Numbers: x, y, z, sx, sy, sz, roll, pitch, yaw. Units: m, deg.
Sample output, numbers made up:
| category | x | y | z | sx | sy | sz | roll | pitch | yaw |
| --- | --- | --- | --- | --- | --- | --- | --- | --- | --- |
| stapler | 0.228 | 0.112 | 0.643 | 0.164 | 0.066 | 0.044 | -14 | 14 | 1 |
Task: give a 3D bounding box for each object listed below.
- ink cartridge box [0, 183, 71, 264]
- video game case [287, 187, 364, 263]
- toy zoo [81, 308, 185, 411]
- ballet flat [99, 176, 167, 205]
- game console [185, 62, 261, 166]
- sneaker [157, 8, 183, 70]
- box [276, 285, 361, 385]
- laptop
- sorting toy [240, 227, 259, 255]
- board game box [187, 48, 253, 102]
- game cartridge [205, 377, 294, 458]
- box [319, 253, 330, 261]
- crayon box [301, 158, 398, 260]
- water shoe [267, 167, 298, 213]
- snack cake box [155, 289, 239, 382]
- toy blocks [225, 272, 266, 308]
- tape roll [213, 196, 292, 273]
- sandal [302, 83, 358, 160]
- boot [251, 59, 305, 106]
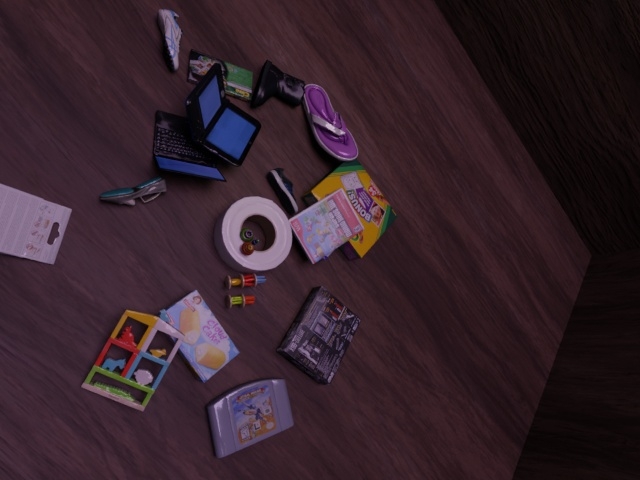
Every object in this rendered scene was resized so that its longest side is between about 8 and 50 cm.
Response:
| category | x | y | z | sx | sy | sz | roll | pitch | yaw |
| --- | --- | --- | --- | --- | --- | --- | --- | --- | --- |
| ink cartridge box | -0.877 | -0.046 | 1.176 | 0.232 | 0.066 | 0.189 | 29 | 62 | -48 |
| video game case | 0.026 | -0.062 | 1.670 | 0.285 | 0.025 | 0.204 | -33 | 100 | -23 |
| toy zoo | -0.547 | 0.339 | 1.232 | 0.192 | 0.030 | 0.293 | 29 | 80 | -14 |
| ballet flat | -0.612 | -0.151 | 1.357 | 0.213 | 0.072 | 0.068 | -27 | 124 | -32 |
| game console | -0.343 | -0.464 | 1.504 | 0.173 | 0.250 | 0.293 | 10 | 50 | 5 |
| sneaker | -0.552 | -0.751 | 1.529 | 0.086 | 0.085 | 0.237 | -7 | 84 | -30 |
| box | 0.002 | 0.375 | 1.625 | 0.242 | 0.076 | 0.307 | 41 | 59 | -18 |
| laptop | -0.461 | -0.337 | 1.456 | 0.234 | 0.136 | 0.264 | 8 | 77 | -32 |
| sorting toy | -0.249 | 0.002 | 1.449 | 0.061 | 0.042 | 0.102 | 5 | 76 | -32 |
| board game box | -0.399 | -0.659 | 1.643 | 0.260 | 0.030 | 0.136 | 10 | 71 | -31 |
| game cartridge | -0.241 | 0.599 | 1.426 | 0.297 | 0.062 | 0.198 | -9 | 88 | -35 |
| box | 0.000 | 0.000 | 1.718 | 0.126 | 0.072 | 0.137 | 51 | 57 | -13 |
| crayon box | 0.138 | -0.148 | 1.824 | 0.363 | 0.106 | 0.313 | 52 | 57 | -12 |
| water shoe | -0.135 | -0.208 | 1.679 | 0.080 | 0.073 | 0.203 | -35 | 99 | -37 |
| snack cake box | -0.411 | 0.315 | 1.359 | 0.152 | 0.089 | 0.264 | -38 | 100 | -33 |
| toy blocks | -0.270 | 0.183 | 1.498 | 0.148 | 0.054 | 0.123 | -2 | 88 | -32 |
| tape roll | -0.251 | -0.020 | 1.541 | 0.286 | 0.100 | 0.286 | 8 | 74 | -31 |
| sandal | 0.033 | -0.532 | 1.801 | 0.169 | 0.102 | 0.416 | -25 | 77 | -25 |
| boot | -0.171 | -0.632 | 1.745 | 0.207 | 0.094 | 0.246 | 24 | 60 | -23 |
